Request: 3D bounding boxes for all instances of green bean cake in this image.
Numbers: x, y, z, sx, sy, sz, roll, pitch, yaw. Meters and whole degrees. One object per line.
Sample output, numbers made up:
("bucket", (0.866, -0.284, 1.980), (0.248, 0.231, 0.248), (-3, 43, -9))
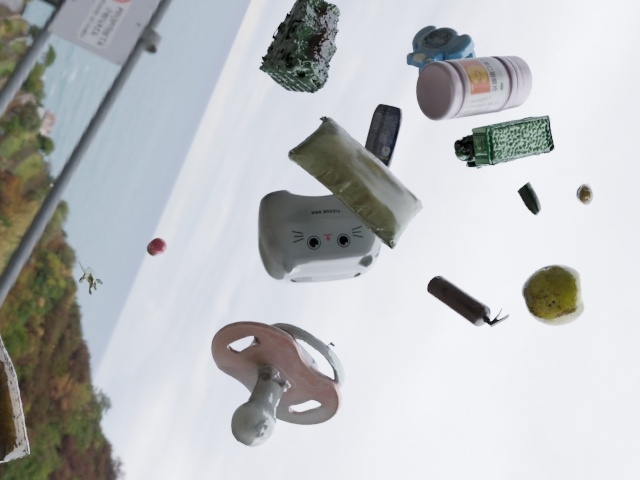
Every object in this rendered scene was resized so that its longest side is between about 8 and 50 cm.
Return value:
("green bean cake", (-0.027, -0.427, 1.391), (0.208, 0.107, 0.193), (-62, -153, -3))

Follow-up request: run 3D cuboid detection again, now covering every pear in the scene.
("pear", (0.726, 0.171, 2.041), (0.197, 0.197, 0.197), (-60, -165, 28))

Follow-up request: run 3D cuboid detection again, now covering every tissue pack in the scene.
("tissue pack", (0.000, 0.000, 1.733), (0.229, 0.333, 0.236), (103, -19, -61))

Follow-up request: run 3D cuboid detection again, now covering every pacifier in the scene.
("pacifier", (-0.103, 0.310, 1.412), (0.273, 0.332, 0.220), (-45, -159, -16))

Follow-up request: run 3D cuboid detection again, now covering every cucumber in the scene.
("cucumber", (0.640, -0.124, 1.976), (0.048, 0.105, 0.048), (-28, 176, -2))

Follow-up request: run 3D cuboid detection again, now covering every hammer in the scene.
("hammer", (-0.375, 0.016, 1.493), (0.083, 0.043, 0.043), (-19, -131, 66))

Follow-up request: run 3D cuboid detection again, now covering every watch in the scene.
("watch", (0.372, -0.530, 1.969), (0.211, 0.193, 0.211), (-16, -133, 18))

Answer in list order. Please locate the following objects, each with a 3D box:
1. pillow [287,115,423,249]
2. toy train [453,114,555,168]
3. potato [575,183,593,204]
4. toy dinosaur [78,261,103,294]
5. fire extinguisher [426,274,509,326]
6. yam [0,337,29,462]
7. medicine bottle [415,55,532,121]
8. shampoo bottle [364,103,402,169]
("pillow", (0.077, -0.129, 1.379), (0.185, 0.302, 0.075), (-48, -179, -44))
("toy train", (0.481, -0.255, 1.707), (0.154, 0.269, 0.115), (11, -68, 60))
("potato", (0.672, -0.118, 1.656), (0.083, 0.040, 0.051), (-43, 125, -67))
("toy dinosaur", (-0.579, 0.087, 1.622), (0.060, 0.029, 0.120), (-98, 171, -45))
("fire extinguisher", (0.434, 0.184, 1.930), (0.089, 0.072, 0.267), (-44, -139, -8))
("yam", (-0.450, 0.134, 0.883), (0.045, 0.045, 0.327), (126, -53, -67))
("medicine bottle", (0.351, -0.350, 1.484), (0.133, 0.249, 0.133), (30, -55, 53))
("shampoo bottle", (0.167, -0.261, 1.819), (0.049, 0.087, 0.234), (11, 93, -79))
